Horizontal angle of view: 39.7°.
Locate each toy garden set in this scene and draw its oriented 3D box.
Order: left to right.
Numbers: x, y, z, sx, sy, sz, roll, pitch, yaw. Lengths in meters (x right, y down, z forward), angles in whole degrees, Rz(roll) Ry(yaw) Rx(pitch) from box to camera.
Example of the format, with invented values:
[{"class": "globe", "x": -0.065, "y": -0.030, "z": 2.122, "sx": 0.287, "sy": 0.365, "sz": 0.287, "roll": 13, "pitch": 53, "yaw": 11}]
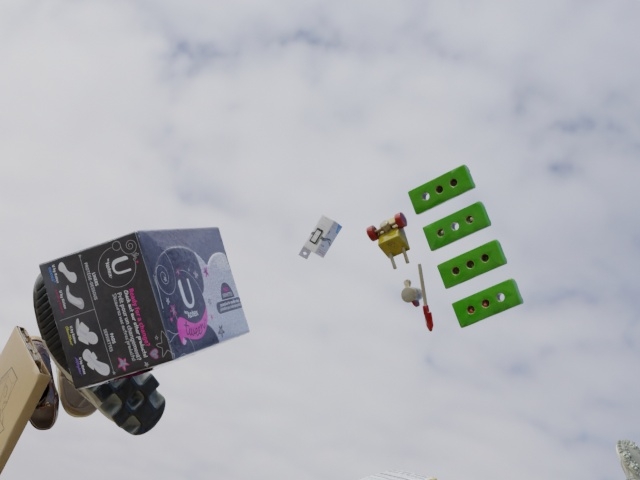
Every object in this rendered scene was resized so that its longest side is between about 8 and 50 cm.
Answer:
[{"class": "toy garden set", "x": 0.201, "y": 0.029, "z": 1.465, "sx": 0.204, "sy": 0.244, "sz": 0.049, "roll": -26, "pitch": -16, "yaw": 25}]

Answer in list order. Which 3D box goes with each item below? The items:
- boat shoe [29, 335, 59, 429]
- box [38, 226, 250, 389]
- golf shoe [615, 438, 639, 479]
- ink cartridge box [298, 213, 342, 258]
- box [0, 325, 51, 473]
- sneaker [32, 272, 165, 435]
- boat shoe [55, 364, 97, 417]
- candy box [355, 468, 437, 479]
[{"class": "boat shoe", "x": -0.534, "y": 0.281, "z": 1.664, "sx": 0.073, "sy": 0.073, "sz": 0.206, "roll": -9, "pitch": -59, "yaw": -13}, {"class": "box", "x": -0.210, "y": 0.078, "z": 1.127, "sx": 0.142, "sy": 0.163, "sz": 0.247, "roll": -19, "pitch": -4, "yaw": 17}, {"class": "golf shoe", "x": 0.607, "y": 0.466, "z": 1.702, "sx": 0.069, "sy": 0.176, "sz": 0.086, "roll": 7, "pitch": -53, "yaw": -19}, {"class": "ink cartridge box", "x": 0.000, "y": 0.000, "z": 1.549, "sx": 0.028, "sy": 0.083, "sz": 0.048, "roll": 31, "pitch": 0, "yaw": 22}, {"class": "box", "x": -0.475, "y": 0.249, "z": 1.326, "sx": 0.021, "sy": 0.201, "sz": 0.164, "roll": 25, "pitch": 6, "yaw": -37}, {"class": "sneaker", "x": -0.375, "y": 0.166, "z": 1.388, "sx": 0.146, "sy": 0.122, "sz": 0.330, "roll": 17, "pitch": -42, "yaw": 43}, {"class": "boat shoe", "x": -0.497, "y": 0.242, "z": 1.830, "sx": 0.109, "sy": 0.302, "sz": 0.098, "roll": 10, "pitch": -44, "yaw": -27}, {"class": "candy box", "x": 0.032, "y": 0.428, "z": 1.173, "sx": 0.088, "sy": 0.182, "sz": 0.317, "roll": 2, "pitch": 2, "yaw": 42}]
